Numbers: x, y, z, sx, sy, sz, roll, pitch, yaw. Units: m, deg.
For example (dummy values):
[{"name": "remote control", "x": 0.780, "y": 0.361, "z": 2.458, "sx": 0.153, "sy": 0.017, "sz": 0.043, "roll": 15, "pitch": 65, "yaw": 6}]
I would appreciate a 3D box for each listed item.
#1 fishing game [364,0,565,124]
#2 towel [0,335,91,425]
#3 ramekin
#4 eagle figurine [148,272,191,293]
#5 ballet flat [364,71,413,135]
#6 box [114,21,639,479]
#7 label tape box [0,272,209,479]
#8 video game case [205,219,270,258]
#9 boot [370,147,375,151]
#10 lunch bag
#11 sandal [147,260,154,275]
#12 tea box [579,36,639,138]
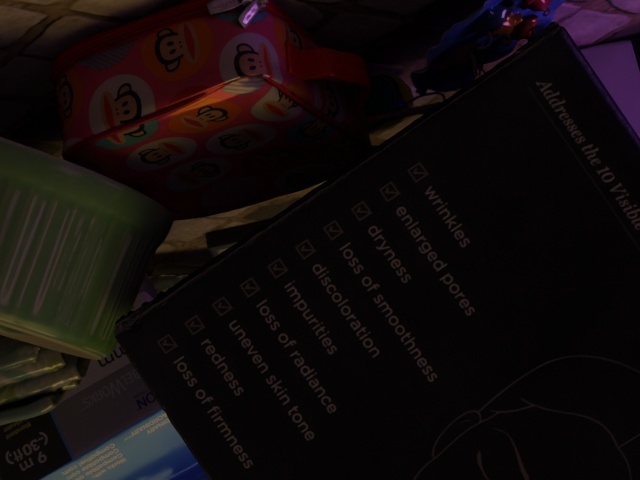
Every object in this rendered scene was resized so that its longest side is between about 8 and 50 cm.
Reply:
[{"name": "fishing game", "x": 0.165, "y": -0.183, "z": 1.494, "sx": 0.264, "sy": 0.041, "sz": 0.189, "roll": -42, "pitch": 165, "yaw": 34}, {"name": "towel", "x": -0.404, "y": 0.111, "z": 1.777, "sx": 0.374, "sy": 0.090, "sz": 0.320, "roll": -16, "pitch": -153, "yaw": 13}, {"name": "ramekin", "x": -0.299, "y": 0.003, "z": 1.496, "sx": 0.303, "sy": 0.148, "sz": 0.303, "roll": 17, "pitch": 171, "yaw": 3}, {"name": "eagle figurine", "x": -0.149, "y": 0.128, "z": 2.152, "sx": 0.298, "sy": 0.225, "sz": 0.226, "roll": 16, "pitch": 122, "yaw": 8}, {"name": "ballet flat", "x": -0.008, "y": -0.111, "z": 1.685, "sx": 0.231, "sy": 0.077, "sz": 0.077, "roll": -20, "pitch": 175, "yaw": 19}, {"name": "box", "x": 0.156, "y": 0.134, "z": 1.510, "sx": 0.472, "sy": 0.480, "sz": 0.297, "roll": -34, "pitch": 178, "yaw": 9}, {"name": "label tape box", "x": -0.265, "y": 0.201, "z": 1.928, "sx": 0.249, "sy": 0.348, "sz": 0.115, "roll": -30, "pitch": 152, "yaw": 0}, {"name": "video game case", "x": 0.000, "y": 0.000, "z": 2.122, "sx": 0.274, "sy": 0.026, "sz": 0.196, "roll": -13, "pitch": 163, "yaw": 1}, {"name": "boot", "x": 0.126, "y": -0.047, "z": 1.913, "sx": 0.219, "sy": 0.106, "sz": 0.082, "roll": -1, "pitch": 160, "yaw": -31}, {"name": "lunch bag", "x": -0.080, "y": -0.121, "z": 1.512, "sx": 0.258, "sy": 0.120, "sz": 0.293, "roll": -18, "pitch": 161, "yaw": 18}, {"name": "sandal", "x": -0.294, "y": 0.064, "z": 2.081, "sx": 0.180, "sy": 0.049, "sz": 0.072, "roll": -15, "pitch": 163, "yaw": 10}, {"name": "tea box", "x": 0.425, "y": -0.080, "z": 1.818, "sx": 0.323, "sy": 0.220, "sz": 0.329, "roll": -11, "pitch": 163, "yaw": -1}]
